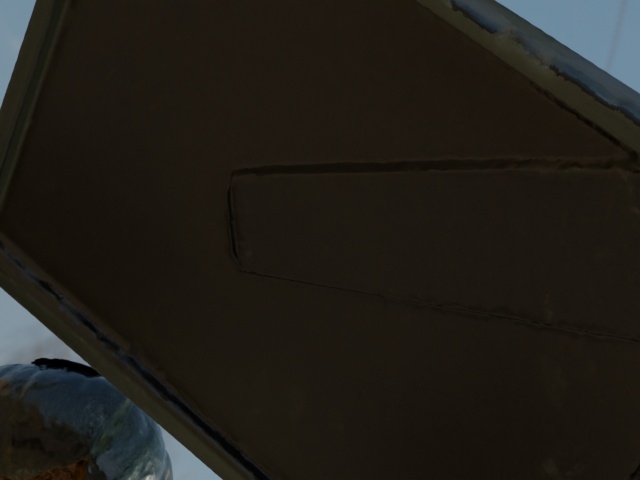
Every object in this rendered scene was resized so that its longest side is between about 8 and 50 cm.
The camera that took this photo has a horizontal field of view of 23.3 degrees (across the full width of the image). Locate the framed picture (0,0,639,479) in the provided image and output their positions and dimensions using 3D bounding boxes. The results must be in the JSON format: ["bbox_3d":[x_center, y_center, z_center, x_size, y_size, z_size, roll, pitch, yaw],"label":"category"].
[{"bbox_3d":[0.000,0.000,0.572,0.315,0.024,0.232,39,-58,21],"label":"framed picture"}]

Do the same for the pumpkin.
[{"bbox_3d":[-0.247,0.216,1.423,0.238,0.238,0.159,64,21,-15],"label":"pumpkin"}]
